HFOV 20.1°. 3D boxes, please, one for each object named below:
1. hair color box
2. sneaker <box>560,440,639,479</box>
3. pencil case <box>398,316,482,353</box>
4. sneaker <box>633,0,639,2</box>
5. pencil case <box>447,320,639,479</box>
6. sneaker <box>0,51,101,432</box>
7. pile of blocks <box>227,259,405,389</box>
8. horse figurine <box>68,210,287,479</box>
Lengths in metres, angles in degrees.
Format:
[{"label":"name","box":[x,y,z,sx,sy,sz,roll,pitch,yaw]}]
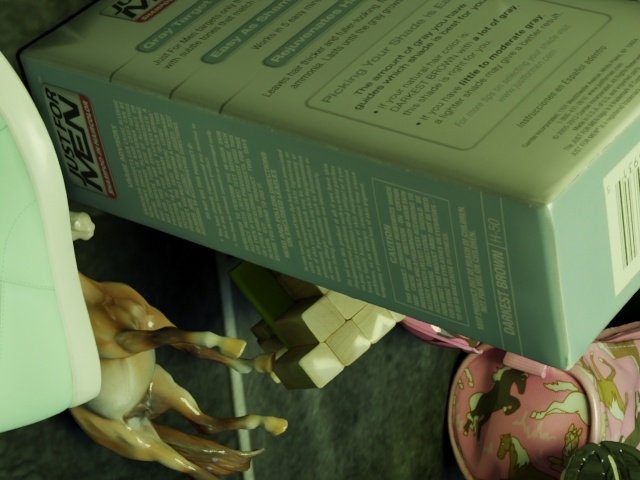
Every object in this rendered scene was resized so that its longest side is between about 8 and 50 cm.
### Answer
[{"label":"hair color box","box":[0.028,-0.072,1.046,0.185,0.374,0.113,-42,136,-35]},{"label":"sneaker","box":[0.208,0.297,1.426,0.108,0.100,0.271,91,19,-57]},{"label":"pencil case","box":[0.123,-0.015,1.451,0.098,0.095,0.209,24,87,-20]},{"label":"sneaker","box":[0.398,-0.322,1.668,0.323,0.130,0.236,-4,99,-48]},{"label":"pencil case","box":[0.276,0.148,1.675,0.386,0.160,0.167,-6,75,-52]},{"label":"sneaker","box":[-0.220,0.004,0.999,0.151,0.094,0.256,-24,114,-27]},{"label":"pile of blocks","box":[0.000,0.000,1.232,0.149,0.112,0.362,-37,-176,10]},{"label":"horse figurine","box":[-0.108,0.086,1.149,0.263,0.174,0.066,80,31,-54]}]
